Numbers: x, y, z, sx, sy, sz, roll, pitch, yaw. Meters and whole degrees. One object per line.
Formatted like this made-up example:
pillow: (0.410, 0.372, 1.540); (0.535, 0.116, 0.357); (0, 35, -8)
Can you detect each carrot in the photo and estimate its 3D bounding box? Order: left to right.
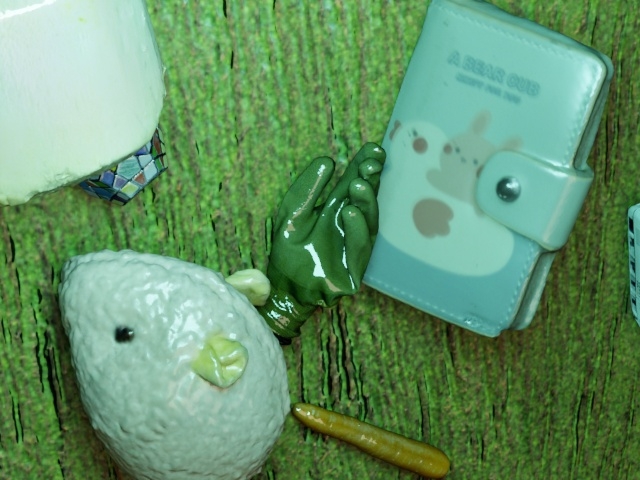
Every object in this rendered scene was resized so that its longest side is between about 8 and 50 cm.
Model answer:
carrot: (0.065, 0.250, 2.050); (0.248, 0.043, 0.043); (24, 100, -27)

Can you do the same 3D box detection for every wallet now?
wallet: (0.186, -0.083, 1.873); (0.083, 0.252, 0.360); (-13, 125, -63)

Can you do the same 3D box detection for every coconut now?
coconut: (-0.311, -0.217, 1.553); (0.297, 0.297, 0.309); (-25, 126, -12)

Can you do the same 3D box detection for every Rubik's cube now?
Rubik's cube: (-0.218, -0.093, 1.755); (0.111, 0.111, 0.093); (-8, 142, -20)

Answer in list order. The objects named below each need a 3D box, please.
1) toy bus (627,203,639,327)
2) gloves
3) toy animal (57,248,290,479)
toy bus: (0.442, 0.038, 2.097); (0.087, 0.089, 0.194); (-16, 116, -18)
gloves: (0.004, 0.001, 1.881); (0.268, 0.135, 0.107); (-57, 164, 25)
toy animal: (-0.149, 0.165, 1.827); (0.226, 0.188, 0.358); (-13, 120, 14)
